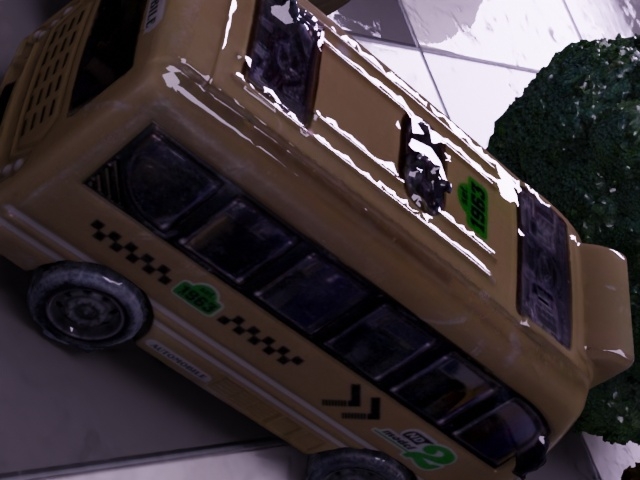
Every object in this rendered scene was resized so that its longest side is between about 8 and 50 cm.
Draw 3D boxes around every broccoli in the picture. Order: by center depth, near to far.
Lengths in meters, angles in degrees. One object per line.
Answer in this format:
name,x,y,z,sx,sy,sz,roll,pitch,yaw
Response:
broccoli,0.211,-0.002,0.914,0.270,0.270,0.270,61,8,-72

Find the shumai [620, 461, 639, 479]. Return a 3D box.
shumai,0.203,0.175,0.891,0.080,0.082,0.083,3,20,-12

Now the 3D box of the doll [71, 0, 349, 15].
doll,-0.078,-0.255,0.787,0.235,0.174,0.330,-20,75,-25

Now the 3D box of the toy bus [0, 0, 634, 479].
toy bus,0.000,0.000,0.676,0.289,0.157,0.139,38,39,-27
